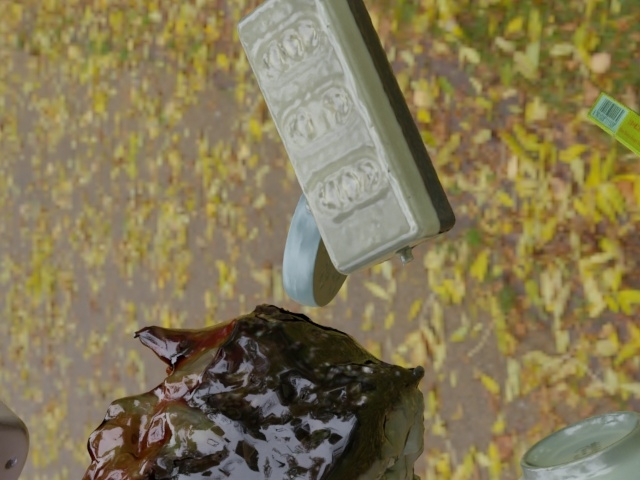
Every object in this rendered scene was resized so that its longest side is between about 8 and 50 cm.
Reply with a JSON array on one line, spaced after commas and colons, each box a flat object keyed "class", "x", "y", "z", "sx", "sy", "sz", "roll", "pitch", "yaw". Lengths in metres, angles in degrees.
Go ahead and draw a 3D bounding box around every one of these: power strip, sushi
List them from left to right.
[{"class": "sushi", "x": -0.063, "y": 0.209, "z": 0.710, "sx": 0.181, "sy": 0.343, "sz": 0.196, "roll": 14, "pitch": 148, "yaw": 27}, {"class": "power strip", "x": 0.000, "y": 0.000, "z": 1.775, "sx": 0.253, "sy": 0.054, "sz": 0.168, "roll": 88, "pitch": -156, "yaw": -51}, {"class": "power strip", "x": 0.021, "y": -0.097, "z": 1.051, "sx": 0.105, "sy": 0.070, "sz": 0.257, "roll": -29, "pitch": 82, "yaw": 41}]

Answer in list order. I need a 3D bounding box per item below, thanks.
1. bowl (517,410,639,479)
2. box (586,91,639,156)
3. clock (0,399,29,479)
[{"class": "bowl", "x": 0.374, "y": 0.341, "z": 1.607, "sx": 0.354, "sy": 0.353, "sz": 0.185, "roll": -18, "pitch": 96, "yaw": 62}, {"class": "box", "x": 0.459, "y": -0.090, "z": 1.531, "sx": 0.047, "sy": 0.187, "sz": 0.335, "roll": -57, "pitch": 14, "yaw": 13}, {"class": "clock", "x": -0.371, "y": 0.235, "z": 0.854, "sx": 0.113, "sy": 0.295, "sz": 0.322, "roll": 32, "pitch": 95, "yaw": 26}]
